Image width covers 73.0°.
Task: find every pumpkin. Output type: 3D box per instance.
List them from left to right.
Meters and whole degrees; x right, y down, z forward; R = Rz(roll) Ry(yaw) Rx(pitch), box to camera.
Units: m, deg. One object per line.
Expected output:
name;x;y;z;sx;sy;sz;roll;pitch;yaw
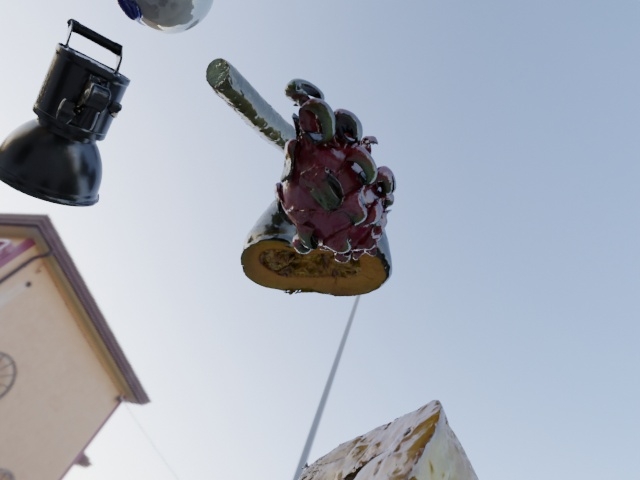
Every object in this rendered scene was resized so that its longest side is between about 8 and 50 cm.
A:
pumpkin;0.000;0.000;0.989;0.324;0.232;0.242;7;-45;2

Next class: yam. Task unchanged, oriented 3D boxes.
yam;-0.134;-0.287;1.004;0.083;0.083;0.371;-5;-16;23

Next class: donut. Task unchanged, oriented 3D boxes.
donut;0.045;0.289;0.445;0.108;0.277;0.277;52;-53;8

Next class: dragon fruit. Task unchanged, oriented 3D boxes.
dragon fruit;0.027;-0.100;0.696;0.198;0.218;0.273;6;-57;-6

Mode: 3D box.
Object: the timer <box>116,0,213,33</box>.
timer;-0.184;-0.392;0.509;0.270;0.270;0.383;41;-22;-10

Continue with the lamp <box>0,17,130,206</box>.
lamp;-0.348;-0.178;0.615;0.147;0.172;0.227;19;-73;-41
